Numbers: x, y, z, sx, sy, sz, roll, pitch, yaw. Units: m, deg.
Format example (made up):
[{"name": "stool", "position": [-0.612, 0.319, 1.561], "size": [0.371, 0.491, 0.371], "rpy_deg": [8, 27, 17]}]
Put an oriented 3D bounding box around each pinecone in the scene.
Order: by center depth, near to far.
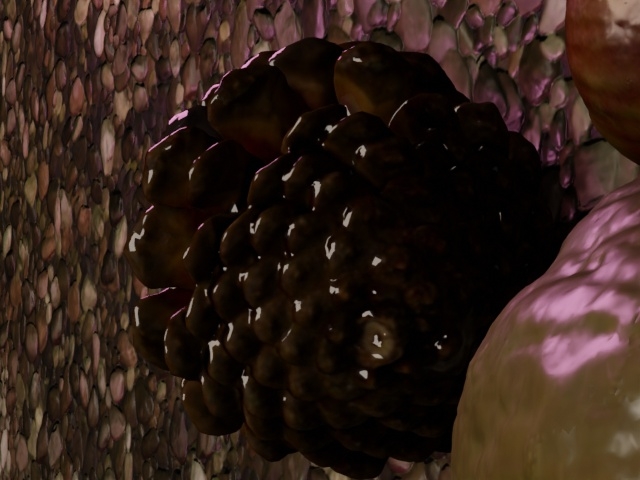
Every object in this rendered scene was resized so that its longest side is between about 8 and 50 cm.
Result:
[{"name": "pinecone", "position": [-0.002, -0.003, 0.891], "size": [0.292, 0.246, 0.246], "rpy_deg": [-133, 51, -69]}]

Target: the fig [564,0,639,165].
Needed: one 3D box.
[{"name": "fig", "position": [0.186, -0.122, 0.654], "size": [0.149, 0.202, 0.148], "rpy_deg": [55, 171, 43]}]

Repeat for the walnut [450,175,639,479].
[{"name": "walnut", "position": [0.162, 0.083, 0.565], "size": [0.283, 0.227, 0.283], "rpy_deg": [-166, 90, -73]}]
